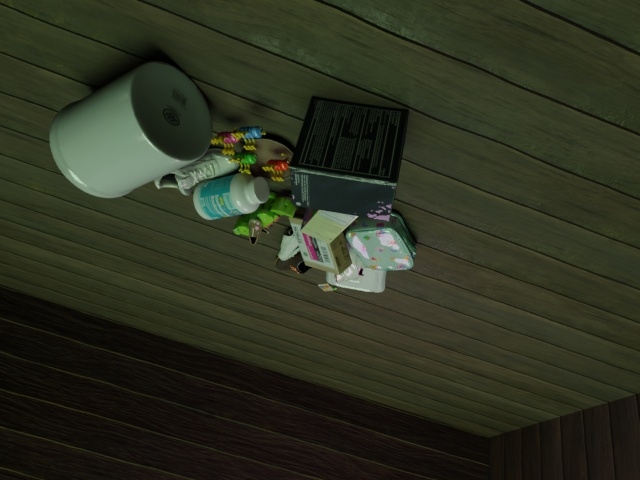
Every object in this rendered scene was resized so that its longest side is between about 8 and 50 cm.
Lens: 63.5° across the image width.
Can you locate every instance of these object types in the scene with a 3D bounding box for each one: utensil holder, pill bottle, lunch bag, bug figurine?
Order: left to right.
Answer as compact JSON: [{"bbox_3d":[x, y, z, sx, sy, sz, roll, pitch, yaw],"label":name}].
[{"bbox_3d":[-0.575,-0.331,1.592,0.385,0.328,0.327,-13,138,34],"label":"utensil holder"},{"bbox_3d":[-0.314,-0.160,1.844,0.264,0.146,0.146,-8,141,31],"label":"pill bottle"},{"bbox_3d":[-0.221,-0.292,1.659,0.216,0.072,0.279,7,160,26],"label":"bug figurine"},{"bbox_3d":[0.243,0.007,1.983,0.224,0.108,0.279,-8,141,27],"label":"lunch bag"}]

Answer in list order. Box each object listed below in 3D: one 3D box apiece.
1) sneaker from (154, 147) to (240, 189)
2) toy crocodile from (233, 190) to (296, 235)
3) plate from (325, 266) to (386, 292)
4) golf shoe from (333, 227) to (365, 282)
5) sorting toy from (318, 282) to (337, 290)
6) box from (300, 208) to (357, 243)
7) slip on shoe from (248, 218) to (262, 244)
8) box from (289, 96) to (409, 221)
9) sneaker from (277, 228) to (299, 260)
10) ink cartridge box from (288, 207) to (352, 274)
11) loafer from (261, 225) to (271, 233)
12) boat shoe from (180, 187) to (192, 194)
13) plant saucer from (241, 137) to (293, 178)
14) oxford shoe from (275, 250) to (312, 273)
[{"bbox_3d":[-0.431,-0.233,1.800,0.304,0.152,0.114,-8,138,-4],"label":"sneaker"},{"bbox_3d":[-0.227,-0.092,2.006,0.105,0.115,0.340,34,142,-28],"label":"toy crocodile"},{"bbox_3d":[0.153,0.149,2.290,0.277,0.045,0.277,9,147,8],"label":"plate"},{"bbox_3d":[0.119,0.049,2.095,0.140,0.115,0.306,-1,138,0],"label":"golf shoe"},{"bbox_3d":[0.036,0.225,2.475,0.083,0.012,0.062,-9,140,32],"label":"sorting toy"},{"bbox_3d":[0.050,-0.144,1.731,0.117,0.214,0.243,24,146,-16],"label":"box"},{"bbox_3d":[-0.251,-0.033,1.959,0.051,0.041,0.135,13,147,-6],"label":"slip on shoe"},{"bbox_3d":[0.087,-0.237,1.503,0.293,0.296,0.183,10,146,8],"label":"box"},{"bbox_3d":[-0.122,0.005,2.157,0.094,0.090,0.235,38,138,-12],"label":"sneaker"},{"bbox_3d":[0.000,0.000,1.963,0.193,0.088,0.235,12,132,43],"label":"ink cartridge box"},{"bbox_3d":[-0.266,-0.059,2.139,0.125,0.039,0.045,13,146,2],"label":"loafer"},{"bbox_3d":[-0.546,-0.258,1.923,0.070,0.078,0.219,1,137,19],"label":"boat shoe"},{"bbox_3d":[-0.170,-0.286,1.767,0.198,0.036,0.199,11,147,7],"label":"plant saucer"},{"bbox_3d":[-0.108,0.097,2.258,0.271,0.098,0.097,-20,134,41],"label":"oxford shoe"}]
